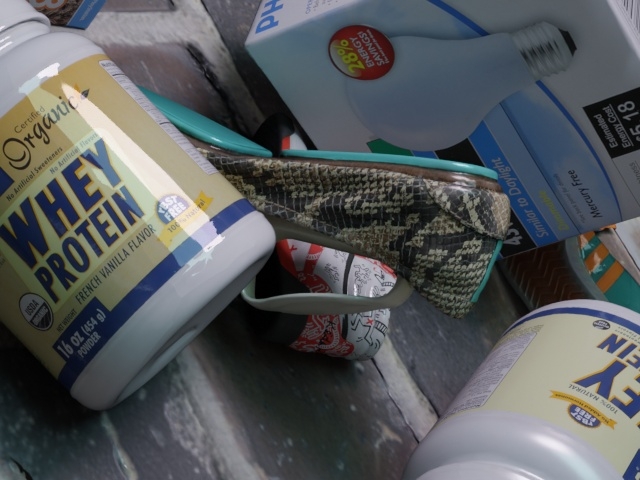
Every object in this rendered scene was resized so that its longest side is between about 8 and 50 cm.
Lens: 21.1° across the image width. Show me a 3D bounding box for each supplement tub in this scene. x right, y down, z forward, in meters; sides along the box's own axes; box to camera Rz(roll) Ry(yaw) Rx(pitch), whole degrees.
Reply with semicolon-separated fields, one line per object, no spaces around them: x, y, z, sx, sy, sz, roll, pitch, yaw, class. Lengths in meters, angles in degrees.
0.215;0.224;1.613;0.235;0.235;0.325;44;39;1;supplement tub
-0.220;-0.035;1.489;0.316;0.228;0.228;45;39;4;supplement tub

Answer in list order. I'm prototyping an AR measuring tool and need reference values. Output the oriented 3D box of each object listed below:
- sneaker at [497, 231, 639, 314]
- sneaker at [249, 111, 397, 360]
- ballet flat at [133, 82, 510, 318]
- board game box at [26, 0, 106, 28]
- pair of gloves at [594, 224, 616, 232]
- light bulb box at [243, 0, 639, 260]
0.291;0.045;1.958;0.121;0.108;0.302;16;44;-47;sneaker
-0.001;0.001;1.754;0.145;0.090;0.270;18;48;-29;sneaker
-0.059;-0.030;1.618;0.483;0.182;0.164;16;2;25;ballet flat
-0.320;-0.349;1.689;0.291;0.232;0.141;3;54;-38;board game box
0.325;-0.043;2.128;0.074;0.010;0.083;4;50;-36;pair of gloves
0.176;-0.188;1.772;0.358;0.361;0.225;54;32;-29;light bulb box
